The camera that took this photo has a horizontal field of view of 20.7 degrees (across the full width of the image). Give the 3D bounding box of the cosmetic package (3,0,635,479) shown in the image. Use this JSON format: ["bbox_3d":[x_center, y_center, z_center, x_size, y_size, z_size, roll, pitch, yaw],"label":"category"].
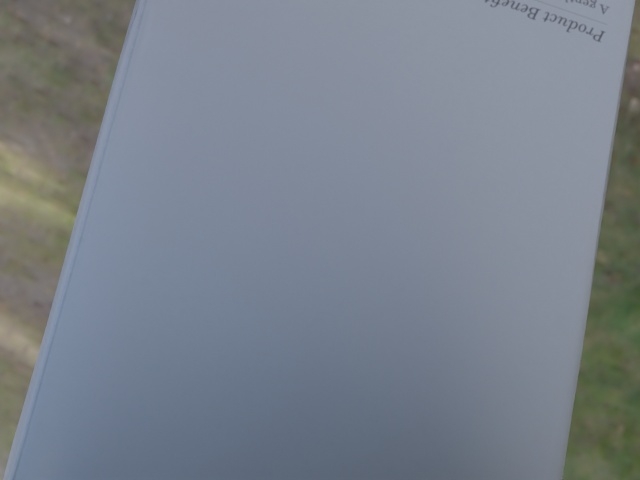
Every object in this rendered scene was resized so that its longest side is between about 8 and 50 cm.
[{"bbox_3d":[0.000,0.000,0.701,0.197,0.366,0.155,16,159,-6],"label":"cosmetic package"}]
